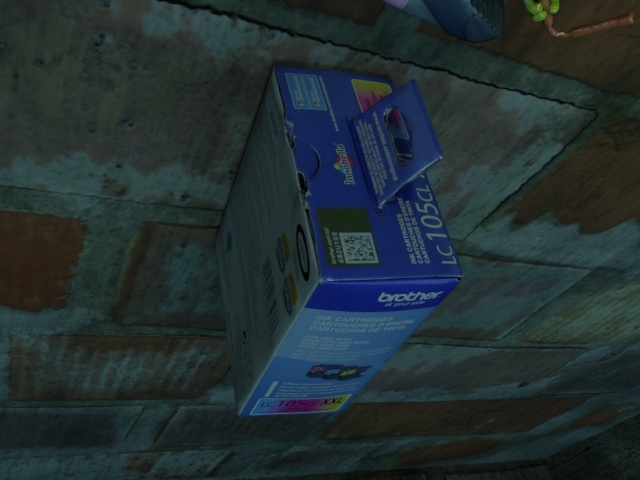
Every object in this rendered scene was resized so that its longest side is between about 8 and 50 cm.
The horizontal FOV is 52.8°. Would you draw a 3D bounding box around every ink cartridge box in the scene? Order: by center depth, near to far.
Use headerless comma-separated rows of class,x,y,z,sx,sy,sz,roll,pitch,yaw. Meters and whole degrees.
ink cartridge box,0.000,0.000,0.716,0.151,0.270,0.396,0,146,-20

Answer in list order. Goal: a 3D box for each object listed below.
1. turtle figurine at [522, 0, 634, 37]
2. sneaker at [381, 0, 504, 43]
turtle figurine,0.230,-0.294,0.508,0.217,0.087,0.269,16,148,-24
sneaker,0.030,-0.250,0.520,0.131,0.112,0.319,-17,148,41
